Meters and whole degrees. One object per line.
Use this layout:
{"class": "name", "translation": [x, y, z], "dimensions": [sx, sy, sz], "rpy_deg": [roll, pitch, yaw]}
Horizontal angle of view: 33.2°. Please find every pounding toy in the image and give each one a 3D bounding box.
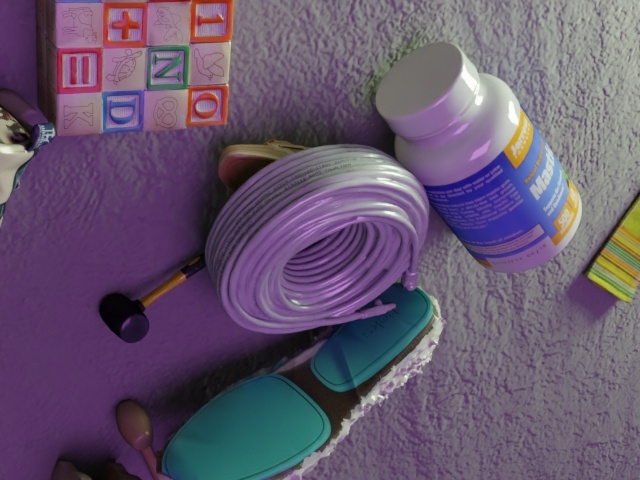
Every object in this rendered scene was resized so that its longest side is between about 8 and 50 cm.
{"class": "pounding toy", "translation": [-0.232, 0.338, 1.252], "dimensions": [0.155, 0.154, 0.269], "rpy_deg": [10, 111, -31]}

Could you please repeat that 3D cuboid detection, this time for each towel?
{"class": "towel", "translation": [0.469, -0.026, 1.513], "dimensions": [0.102, 0.021, 0.237], "rpy_deg": [26, 101, -36]}

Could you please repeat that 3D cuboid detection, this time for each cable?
{"class": "cable", "translation": [0.000, 0.000, 1.185], "dimensions": [0.257, 0.089, 0.257], "rpy_deg": [-13, 143, -24]}

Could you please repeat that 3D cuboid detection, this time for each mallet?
{"class": "mallet", "translation": [-0.155, 0.046, 1.194], "dimensions": [0.190, 0.062, 0.039], "rpy_deg": [-32, 128, -10]}

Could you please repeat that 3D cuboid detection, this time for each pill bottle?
{"class": "pill bottle", "translation": [0.180, -0.096, 1.241], "dimensions": [0.152, 0.152, 0.272], "rpy_deg": [-44, 127, -1]}

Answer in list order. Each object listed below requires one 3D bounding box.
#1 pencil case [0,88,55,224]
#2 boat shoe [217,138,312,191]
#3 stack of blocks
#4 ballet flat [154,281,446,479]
{"class": "pencil case", "translation": [-0.390, 0.044, 1.007], "dimensions": [0.184, 0.160, 0.410], "rpy_deg": [-1, 119, -57]}
{"class": "boat shoe", "translation": [-0.045, -0.081, 1.189], "dimensions": [0.170, 0.059, 0.063], "rpy_deg": [11, 131, -38]}
{"class": "stack of blocks", "translation": [-0.174, -0.256, 1.008], "dimensions": [0.171, 0.087, 0.297], "rpy_deg": [-7, 118, -25]}
{"class": "ballet flat", "translation": [-0.006, 0.203, 1.289], "dimensions": [0.409, 0.147, 0.147], "rpy_deg": [-32, 127, -24]}
